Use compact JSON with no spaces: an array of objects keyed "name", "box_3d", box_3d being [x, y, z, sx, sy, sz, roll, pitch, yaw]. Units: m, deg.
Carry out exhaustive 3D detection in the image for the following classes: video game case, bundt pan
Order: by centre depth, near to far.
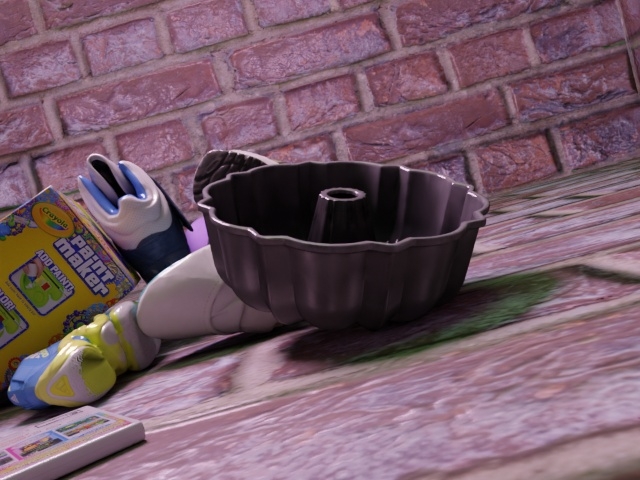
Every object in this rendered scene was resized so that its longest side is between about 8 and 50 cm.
[{"name":"video game case","box_3d":[-0.240,0.175,0.496,0.157,0.019,0.143,-16,3,-38]},{"name":"bundt pan","box_3d":[0.026,0.003,0.731,0.331,0.124,0.331,1,20,0]}]

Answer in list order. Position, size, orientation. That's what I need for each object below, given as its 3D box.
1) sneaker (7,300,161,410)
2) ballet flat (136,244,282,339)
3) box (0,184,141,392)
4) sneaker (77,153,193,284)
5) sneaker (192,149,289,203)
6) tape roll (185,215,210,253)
[{"name":"sneaker","box_3d":[-0.293,0.139,0.767,0.126,0.091,0.240,-15,3,9]},{"name":"ballet flat","box_3d":[-0.057,0.059,0.877,0.139,0.139,0.400,-13,3,45]},{"name":"box","box_3d":[-0.432,0.081,0.907,0.279,0.177,0.290,-39,8,-11]},{"name":"sneaker","box_3d":[-0.325,-0.080,1.041,0.130,0.236,0.322,-29,48,-13]},{"name":"sneaker","box_3d":[-0.015,-0.070,1.123,0.411,0.158,0.182,22,16,-7]},{"name":"tape roll","box_3d":[-0.162,0.035,1.156,0.080,0.188,0.189,-12,4,40]}]
